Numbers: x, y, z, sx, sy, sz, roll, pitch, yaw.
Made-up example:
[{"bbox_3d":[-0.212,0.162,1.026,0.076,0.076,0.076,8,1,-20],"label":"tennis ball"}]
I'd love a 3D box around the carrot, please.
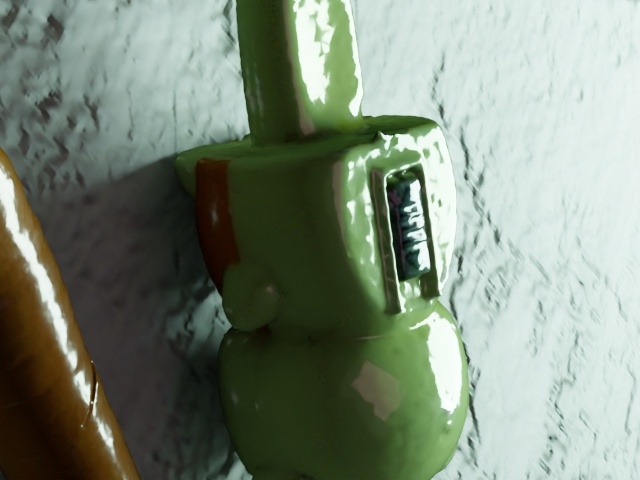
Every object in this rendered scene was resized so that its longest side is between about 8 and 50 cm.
[{"bbox_3d":[-0.112,0.062,0.769,0.069,0.069,0.336,-52,132,-39],"label":"carrot"}]

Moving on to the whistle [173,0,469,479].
[{"bbox_3d":[0.000,0.000,0.864,0.131,0.106,0.288,-20,104,-47],"label":"whistle"}]
